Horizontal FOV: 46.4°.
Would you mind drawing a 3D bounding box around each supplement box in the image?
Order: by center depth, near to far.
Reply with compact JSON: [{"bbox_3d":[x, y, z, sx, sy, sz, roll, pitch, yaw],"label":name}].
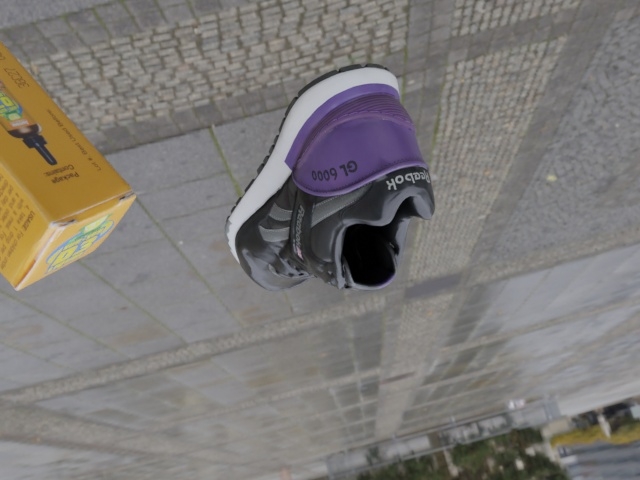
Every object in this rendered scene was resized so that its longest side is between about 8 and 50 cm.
[{"bbox_3d":[-0.232,-0.083,0.482,0.080,0.233,0.078,-47,174,34],"label":"supplement box"}]

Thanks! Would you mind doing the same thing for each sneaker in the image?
[{"bbox_3d":[0.000,0.000,0.594,0.107,0.124,0.283,-14,157,-23],"label":"sneaker"}]
